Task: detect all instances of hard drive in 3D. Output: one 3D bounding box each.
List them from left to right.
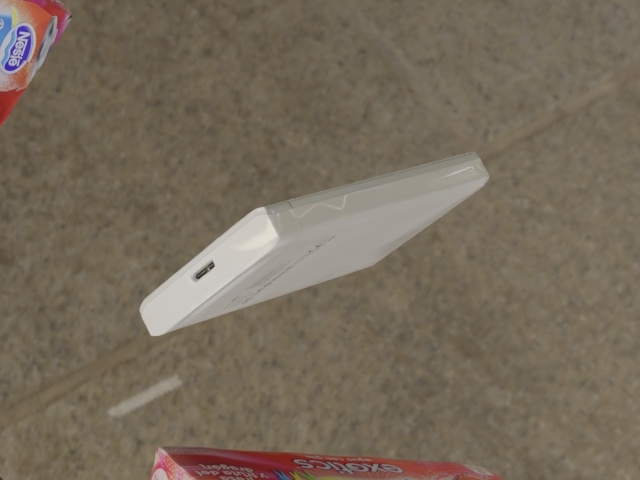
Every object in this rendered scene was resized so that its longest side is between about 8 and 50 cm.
[{"bbox_3d":[0.000,0.000,1.415,0.353,0.233,0.047,-16,74,-47],"label":"hard drive"}]

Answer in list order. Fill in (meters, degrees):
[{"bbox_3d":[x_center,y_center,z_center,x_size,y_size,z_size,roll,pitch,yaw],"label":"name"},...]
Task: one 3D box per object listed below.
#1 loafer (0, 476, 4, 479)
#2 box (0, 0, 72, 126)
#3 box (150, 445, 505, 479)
[{"bbox_3d":[-0.468,0.342,1.564,0.134,0.366,0.130,-41,83,0],"label":"loafer"},{"bbox_3d":[-0.326,-0.210,1.027,0.128,0.122,0.257,20,19,-50],"label":"box"},{"bbox_3d":[0.025,0.250,0.944,0.300,0.154,0.142,10,7,-31],"label":"box"}]
